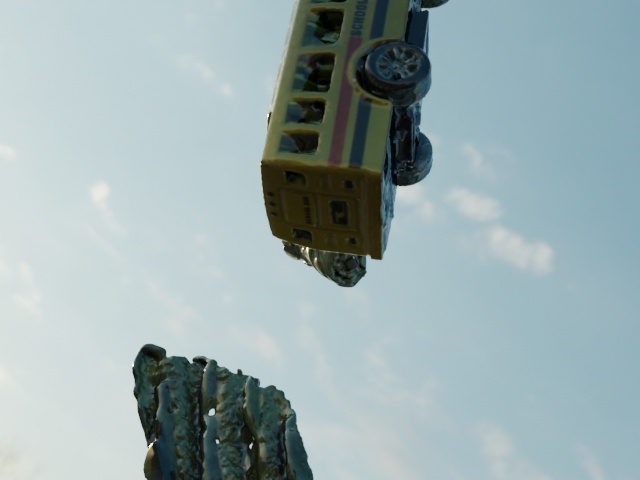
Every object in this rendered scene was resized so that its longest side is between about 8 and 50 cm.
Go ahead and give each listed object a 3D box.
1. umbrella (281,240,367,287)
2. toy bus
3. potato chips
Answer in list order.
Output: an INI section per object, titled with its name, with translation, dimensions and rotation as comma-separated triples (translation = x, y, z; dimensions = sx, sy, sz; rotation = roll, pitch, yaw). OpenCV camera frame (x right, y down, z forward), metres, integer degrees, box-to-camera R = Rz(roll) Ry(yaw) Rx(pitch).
[umbrella]
translation = 0.000, 0.000, 1.123
dimensions = 0.143, 0.067, 0.062
rotation = -139, -128, -64
[toy bus]
translation = 0.036, -0.153, 0.947
dimensions = 0.123, 0.336, 0.121
rotation = 4, -34, 9
[potato chips]
translation = -0.031, 0.113, 0.468
dimensions = 0.092, 0.207, 0.028
rotation = -31, -43, 20
